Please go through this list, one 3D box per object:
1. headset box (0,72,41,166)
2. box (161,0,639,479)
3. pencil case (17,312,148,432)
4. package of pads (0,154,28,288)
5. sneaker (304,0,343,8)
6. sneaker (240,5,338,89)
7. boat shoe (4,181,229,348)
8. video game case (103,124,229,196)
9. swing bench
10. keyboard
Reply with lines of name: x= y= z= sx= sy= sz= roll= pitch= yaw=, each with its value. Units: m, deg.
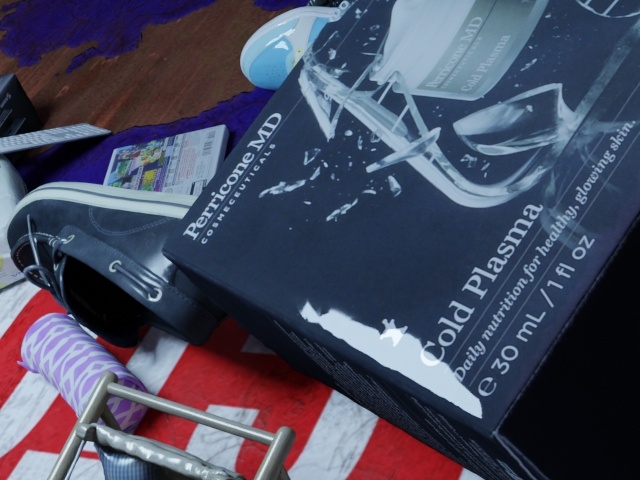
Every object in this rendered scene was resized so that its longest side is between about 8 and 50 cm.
headset box: x=-0.604 y=-0.153 z=2.063 sx=0.293 sy=0.110 sz=0.218 roll=-4 pitch=40 yaw=23
box: x=0.189 y=-0.036 z=1.266 sx=0.472 sy=0.297 sz=0.480 roll=24 pitch=75 yaw=46
pencil case: x=-0.284 y=0.162 z=1.537 sx=0.088 sy=0.086 sz=0.206 roll=-55 pitch=41 yaw=-1
package of pads: x=-0.552 y=0.012 z=1.839 sx=0.296 sy=0.101 sz=0.229 roll=-26 pitch=36 yaw=-5
sneaker: x=0.080 y=-0.401 z=2.071 sx=0.267 sy=0.101 sz=0.106 roll=-32 pitch=16 yaw=-12
sneaker: x=0.019 y=-0.243 z=1.855 sx=0.319 sy=0.127 sz=0.208 roll=-9 pitch=37 yaw=18
boat shoe: x=-0.258 y=0.037 z=1.558 sx=0.500 sy=0.187 sz=0.156 roll=4 pitch=60 yaw=50
video game case: x=-0.230 y=-0.085 z=1.866 sx=0.183 sy=0.023 sz=0.201 roll=-11 pitch=39 yaw=14
swing bench: x=-0.167 y=0.292 z=1.242 sx=0.253 sy=0.165 sz=0.254 roll=11 pitch=48 yaw=35
keyboard: x=-0.441 y=-0.152 z=1.968 sx=0.072 sy=0.014 sz=0.256 roll=11 pitch=20 yaw=41
